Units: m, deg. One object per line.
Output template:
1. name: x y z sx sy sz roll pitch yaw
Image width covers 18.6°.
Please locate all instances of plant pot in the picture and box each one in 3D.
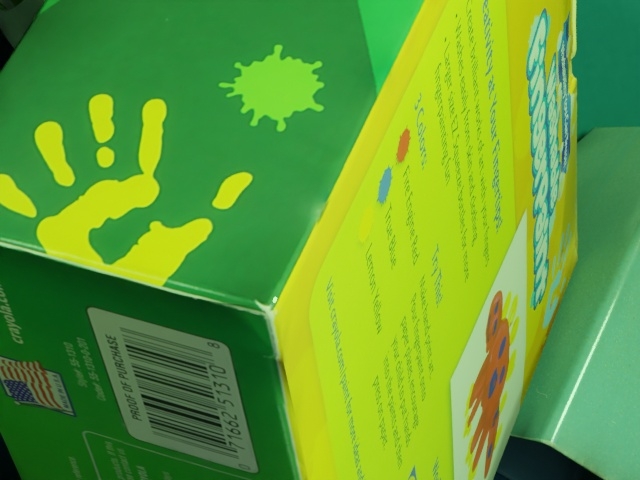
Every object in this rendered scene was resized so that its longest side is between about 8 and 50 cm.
1. plant pot: 0.199 0.050 1.273 0.165 0.165 0.234 32 77 -28

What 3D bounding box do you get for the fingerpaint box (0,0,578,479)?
1. fingerpaint box: 0.000 0.000 0.967 0.445 0.163 0.371 80 30 -53

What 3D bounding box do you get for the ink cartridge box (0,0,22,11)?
1. ink cartridge box: -0.211 -0.186 0.941 0.255 0.097 0.189 -38 96 -2

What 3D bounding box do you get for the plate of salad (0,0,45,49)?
1. plate of salad: -0.114 -0.181 1.131 0.200 0.048 0.200 -11 108 -36
